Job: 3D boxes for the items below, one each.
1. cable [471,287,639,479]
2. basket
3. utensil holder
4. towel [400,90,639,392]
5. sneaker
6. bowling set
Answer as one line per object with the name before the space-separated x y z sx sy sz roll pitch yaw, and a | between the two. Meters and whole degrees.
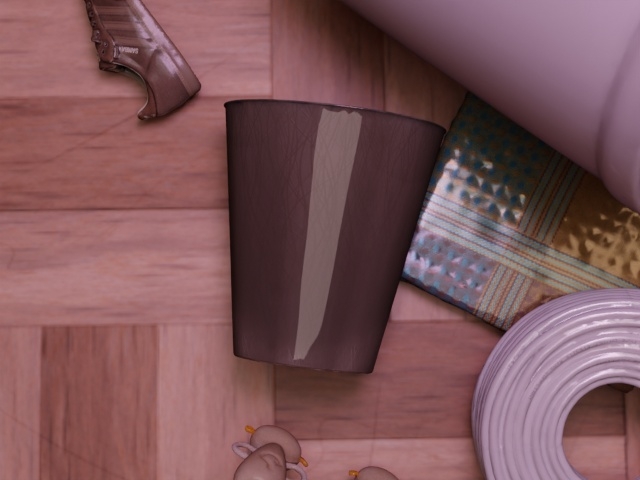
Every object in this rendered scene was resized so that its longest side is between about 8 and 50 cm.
cable | 0.265 0.170 1.049 0.257 0.089 0.257 9 98 2
basket | 0.000 0.000 1.062 0.204 0.154 0.227 6 87 7
utensil holder | 0.198 -0.255 0.952 0.385 0.327 0.328 37 84 26
towel | 0.257 -0.077 1.125 0.271 0.040 0.370 27 86 3
sneaker | -0.195 -0.201 1.121 0.071 0.066 0.188 -37 85 -3
bowling set | 0.022 0.300 1.048 0.287 0.154 0.200 27 103 1
